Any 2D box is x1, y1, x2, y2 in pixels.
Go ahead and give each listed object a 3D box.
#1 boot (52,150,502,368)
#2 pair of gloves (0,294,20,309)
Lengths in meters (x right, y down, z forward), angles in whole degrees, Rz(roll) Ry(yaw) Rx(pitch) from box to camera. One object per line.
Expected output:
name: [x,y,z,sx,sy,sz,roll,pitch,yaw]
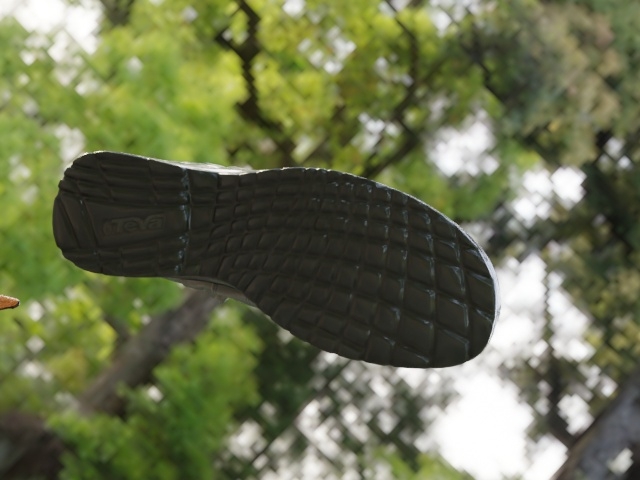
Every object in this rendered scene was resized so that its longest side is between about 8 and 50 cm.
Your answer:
boot: [0.000,0.000,0.950,0.246,0.083,0.161,15,6,25]
pair of gloves: [-0.204,0.027,0.945,0.083,0.010,0.074,2,-8,31]
